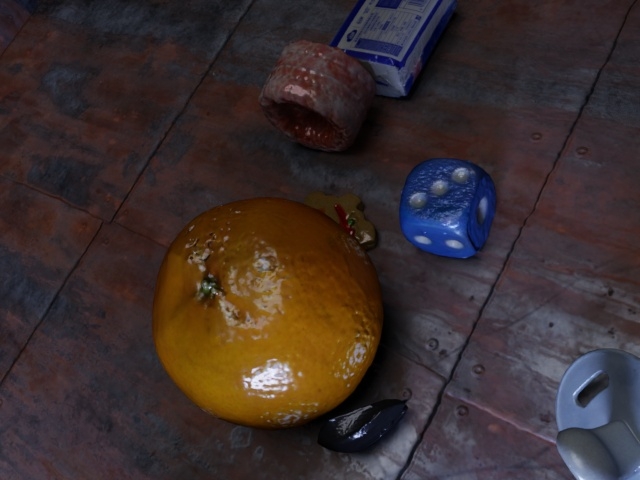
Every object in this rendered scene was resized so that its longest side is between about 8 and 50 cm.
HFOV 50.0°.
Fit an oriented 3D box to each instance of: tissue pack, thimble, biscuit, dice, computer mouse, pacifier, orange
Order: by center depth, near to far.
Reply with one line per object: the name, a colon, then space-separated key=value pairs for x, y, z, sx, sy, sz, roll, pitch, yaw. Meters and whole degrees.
pacifier: x=0.399 y=0.274 z=0.924 sx=0.279 sy=0.207 sz=0.227 roll=65 pitch=144 yaw=37
computer mouse: x=0.074 y=0.317 z=1.152 sx=0.172 sy=0.099 sz=0.057 roll=-26 pitch=55 yaw=10
orange: x=-0.102 y=0.119 z=1.207 sx=0.424 sy=0.326 sz=0.424 roll=-9 pitch=66 yaw=20
dice: x=0.232 y=-0.058 z=1.255 sx=0.146 sy=0.143 sz=0.146 roll=8 pitch=66 yaw=28
biscuit: x=0.000 y=0.000 z=1.411 sx=0.212 sy=0.041 sz=0.239 roll=35 pitch=82 yaw=36
thimble: x=-0.007 y=-0.311 z=1.479 sx=0.239 sy=0.239 sz=0.162 roll=15 pitch=71 yaw=34
tissue pack: x=0.162 y=-0.463 z=1.534 sx=0.209 sy=0.137 sz=0.270 roll=17 pitch=69 yaw=35
